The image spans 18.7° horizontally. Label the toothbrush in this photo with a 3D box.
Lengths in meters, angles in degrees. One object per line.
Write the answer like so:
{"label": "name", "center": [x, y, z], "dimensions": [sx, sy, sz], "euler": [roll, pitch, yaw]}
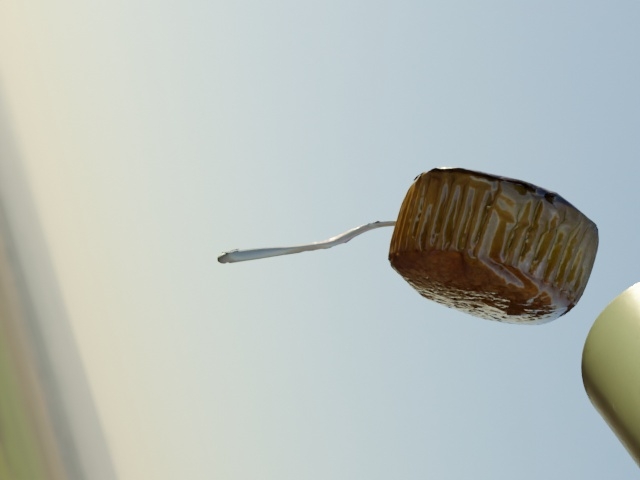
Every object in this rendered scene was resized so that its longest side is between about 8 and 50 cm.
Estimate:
{"label": "toothbrush", "center": [0.000, 0.000, 1.880], "dimensions": [0.017, 0.204, 0.022], "euler": [-177, -102, -81]}

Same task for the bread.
{"label": "bread", "center": [0.154, 0.014, 1.762], "dimensions": [0.199, 0.199, 0.104], "euler": [107, 1, -77]}

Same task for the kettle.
{"label": "kettle", "center": [0.441, 0.202, 2.102], "dimensions": [0.265, 0.205, 0.318], "euler": [45, 7, -19]}
